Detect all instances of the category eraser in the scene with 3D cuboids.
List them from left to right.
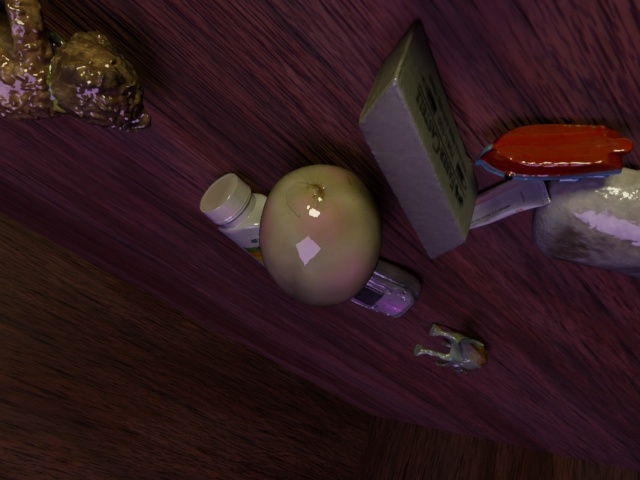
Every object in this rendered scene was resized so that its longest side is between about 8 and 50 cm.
[{"bbox_3d":[0.148,-0.111,0.604,0.077,0.111,0.352,0,146,34],"label":"eraser"}]

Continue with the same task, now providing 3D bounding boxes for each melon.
[{"bbox_3d":[0.000,0.000,0.797,0.223,0.223,0.317,18,153,9],"label":"melon"}]

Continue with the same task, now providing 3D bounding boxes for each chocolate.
[{"bbox_3d":[0.454,-0.004,0.595,0.303,0.100,0.185,13,155,24],"label":"chocolate"}]

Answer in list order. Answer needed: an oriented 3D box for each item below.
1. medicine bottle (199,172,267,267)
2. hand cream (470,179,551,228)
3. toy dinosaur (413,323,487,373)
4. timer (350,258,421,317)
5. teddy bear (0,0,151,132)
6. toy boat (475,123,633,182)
[{"bbox_3d":[-0.131,-0.018,0.990,0.161,0.111,0.296,-1,144,39],"label":"medicine bottle"},{"bbox_3d":[0.266,-0.053,0.698,0.052,0.038,0.216,49,151,-5],"label":"hand cream"},{"bbox_3d":[0.384,0.302,1.214,0.205,0.092,0.393,20,152,5],"label":"toy dinosaur"},{"bbox_3d":[0.142,0.118,1.084,0.191,0.069,0.208,23,155,4],"label":"timer"},{"bbox_3d":[-0.422,-0.301,0.670,0.296,0.222,0.246,65,163,12],"label":"teddy bear"},{"bbox_3d":[0.287,-0.107,0.552,0.173,0.069,0.059,3,161,22],"label":"toy boat"}]
